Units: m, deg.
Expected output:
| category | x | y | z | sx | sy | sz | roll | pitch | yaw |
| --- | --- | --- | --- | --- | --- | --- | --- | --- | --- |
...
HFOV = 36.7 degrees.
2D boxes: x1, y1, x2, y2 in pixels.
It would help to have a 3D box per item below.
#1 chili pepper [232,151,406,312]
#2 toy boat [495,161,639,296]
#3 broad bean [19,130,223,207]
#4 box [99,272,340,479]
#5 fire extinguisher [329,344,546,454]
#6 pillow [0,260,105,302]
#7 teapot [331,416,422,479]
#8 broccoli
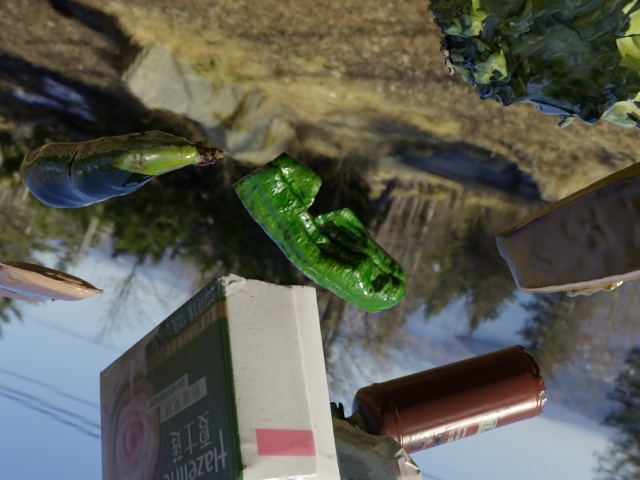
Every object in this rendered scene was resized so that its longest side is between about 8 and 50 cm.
| category | x | y | z | sx | sy | sz | roll | pitch | yaw |
| --- | --- | --- | --- | --- | --- | --- | --- | --- | --- |
| chili pepper | 0.001 | -0.001 | 1.171 | 0.253 | 0.099 | 0.083 | 44 | 147 | -20 |
| toy boat | 0.266 | -0.021 | 0.743 | 0.115 | 0.089 | 0.310 | -23 | 177 | -34 |
| broad bean | -0.159 | -0.049 | 0.673 | 0.195 | 0.046 | 0.061 | -4 | 174 | 35 |
| box | -0.078 | 0.124 | 0.658 | 0.081 | 0.135 | 0.199 | 10 | 149 | -32 |
| fire extinguisher | 0.142 | 0.247 | 1.294 | 0.337 | 0.147 | 0.106 | -14 | 142 | -17 |
| pillow | -0.373 | 0.052 | 1.209 | 0.135 | 0.034 | 0.211 | 19 | 164 | -38 |
| teapot | -0.012 | 0.256 | 0.909 | 0.163 | 0.178 | 0.222 | -2 | -169 | -31 |
| broccoli | 0.241 | -0.229 | 0.708 | 0.274 | 0.353 | 0.397 | 58 | -176 | 10 |
